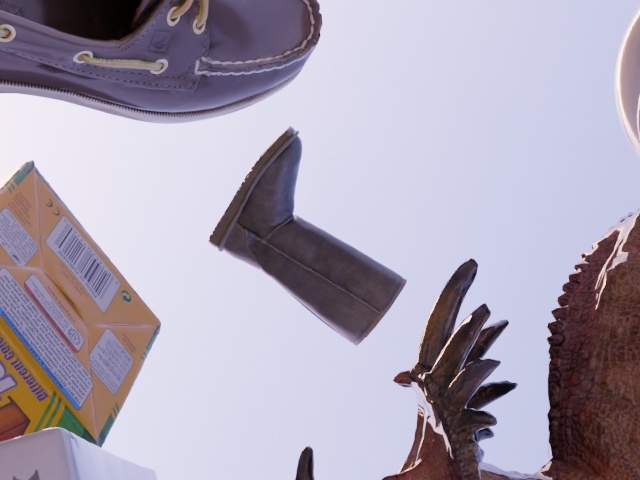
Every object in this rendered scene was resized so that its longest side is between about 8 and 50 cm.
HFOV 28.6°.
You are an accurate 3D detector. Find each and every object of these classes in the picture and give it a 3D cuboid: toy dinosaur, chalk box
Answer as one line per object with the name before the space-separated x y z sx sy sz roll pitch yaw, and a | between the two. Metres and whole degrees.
toy dinosaur | 0.131 0.050 0.504 0.200 0.295 0.127 26 -44 16
chalk box | -0.303 0.104 0.965 0.289 0.180 0.179 -29 -162 21

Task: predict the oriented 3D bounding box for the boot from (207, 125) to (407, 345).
boot | 0.001 -0.002 1.369 0.189 0.208 0.076 -58 176 35

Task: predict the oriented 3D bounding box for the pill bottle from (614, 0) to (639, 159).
pill bottle | 0.318 -0.133 0.927 0.188 0.188 0.334 -42 -176 27

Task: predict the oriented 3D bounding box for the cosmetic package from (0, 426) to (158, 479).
cosmetic package | -0.117 0.208 0.499 0.138 0.224 0.224 -16 -104 -5

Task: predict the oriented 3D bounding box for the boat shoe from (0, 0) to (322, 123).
boat shoe | -0.127 -0.144 0.763 0.097 0.324 0.116 -28 -114 53
